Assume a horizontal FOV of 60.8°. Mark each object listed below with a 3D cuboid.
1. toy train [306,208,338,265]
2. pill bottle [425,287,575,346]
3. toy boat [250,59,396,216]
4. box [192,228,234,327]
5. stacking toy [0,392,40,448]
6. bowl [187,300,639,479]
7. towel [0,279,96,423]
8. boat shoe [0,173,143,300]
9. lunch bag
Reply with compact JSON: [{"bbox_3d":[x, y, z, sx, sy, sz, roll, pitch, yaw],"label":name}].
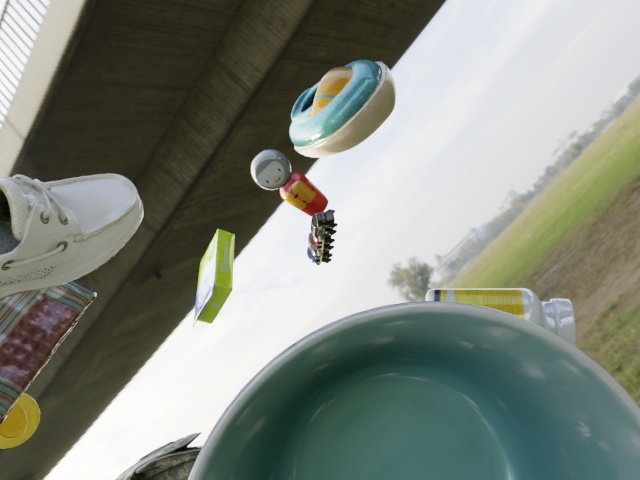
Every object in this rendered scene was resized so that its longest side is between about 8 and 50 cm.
[{"bbox_3d":[0.000,0.000,0.743,0.036,0.027,0.158,-8,-22,-6],"label":"toy train"},{"bbox_3d":[0.236,0.115,0.732,0.184,0.103,0.103,-2,-3,15],"label":"pill bottle"},{"bbox_3d":[0.000,-0.201,0.977,0.267,0.148,0.318,-13,45,56],"label":"toy boat"},{"bbox_3d":[-0.206,0.075,1.060,0.109,0.042,0.178,-56,26,33],"label":"box"},{"bbox_3d":[-0.813,0.352,1.191,0.279,0.309,0.130,-31,9,-32],"label":"stacking toy"},{"bbox_3d":[0.068,0.198,0.396,0.311,0.311,0.163,-44,-4,-3],"label":"bowl"},{"bbox_3d":[-0.476,0.054,0.592,0.040,0.370,0.271,-48,15,40],"label":"towel"},{"bbox_3d":[-0.272,-0.011,0.491,0.277,0.098,0.096,-37,-20,-47],"label":"boat shoe"},{"bbox_3d":[-0.214,0.426,0.942,0.235,0.287,0.169,137,142,-56],"label":"lunch bag"}]
